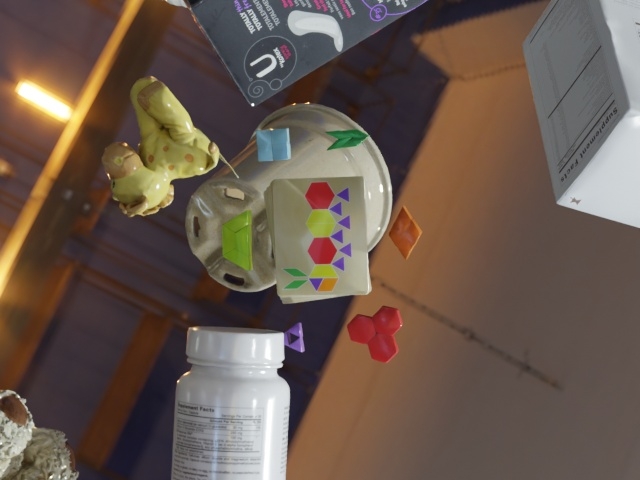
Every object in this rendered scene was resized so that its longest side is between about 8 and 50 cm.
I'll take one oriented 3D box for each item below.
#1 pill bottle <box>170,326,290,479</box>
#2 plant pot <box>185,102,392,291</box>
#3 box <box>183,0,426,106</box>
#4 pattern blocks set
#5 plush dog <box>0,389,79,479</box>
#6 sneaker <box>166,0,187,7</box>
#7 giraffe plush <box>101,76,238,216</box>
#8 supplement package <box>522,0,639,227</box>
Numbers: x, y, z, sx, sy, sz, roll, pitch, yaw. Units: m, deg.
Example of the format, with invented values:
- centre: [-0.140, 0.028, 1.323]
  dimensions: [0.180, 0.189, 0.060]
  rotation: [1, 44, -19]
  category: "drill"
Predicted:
- centre: [-0.124, 0.265, 1.912]
  dimensions: [0.160, 0.160, 0.283]
  rotation: [-178, -88, -67]
  category: "pill bottle"
- centre: [-0.083, -0.059, 2.590]
  dimensions: [0.334, 0.334, 0.305]
  rotation: [-45, 173, 37]
  category: "plant pot"
- centre: [-0.023, -0.315, 1.652]
  dimensions: [0.270, 0.165, 0.143]
  rotation: [-32, -143, 0]
  category: "box"
- centre: [0.000, 0.000, 1.953]
  dimensions: [0.026, 0.286, 0.324]
  rotation: [-24, 120, -76]
  category: "pattern blocks set"
- centre: [-0.459, 0.348, 1.851]
  dimensions: [0.262, 0.211, 0.225]
  rotation: [67, 16, -60]
  category: "plush dog"
- centre: [-0.189, -0.482, 1.848]
  dimensions: [0.145, 0.147, 0.384]
  rotation: [103, -3, -53]
  category: "sneaker"
- centre: [-0.256, -0.122, 2.097]
  dimensions: [0.170, 0.210, 0.181]
  rotation: [-40, 172, -5]
  category: "giraffe plush"
- centre: [0.305, -0.147, 1.374]
  dimensions: [0.244, 0.134, 0.139]
  rotation: [-93, -155, -42]
  category: "supplement package"
